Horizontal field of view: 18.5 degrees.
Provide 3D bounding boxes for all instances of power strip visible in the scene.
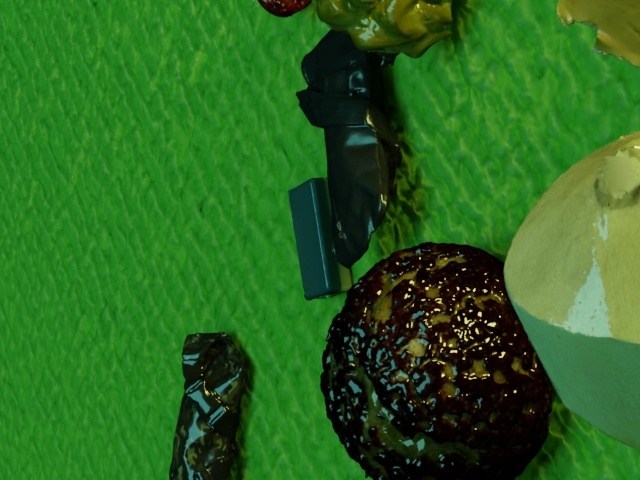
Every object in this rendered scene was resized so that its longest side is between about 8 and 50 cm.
[{"bbox_3d":[0.000,0.000,2.023,0.056,0.032,0.123,-26,69,59],"label":"power strip"}]

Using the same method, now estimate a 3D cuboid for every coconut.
[{"bbox_3d":[0.248,0.027,1.363,0.241,0.241,0.241,7,98,61],"label":"coconut"}]

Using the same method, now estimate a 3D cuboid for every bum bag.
[{"bbox_3d":[0.033,-0.102,1.932,0.123,0.060,0.248,-39,56,54],"label":"bum bag"},{"bbox_3d":[-0.133,0.226,2.240,0.102,0.069,0.248,15,102,35],"label":"bum bag"}]

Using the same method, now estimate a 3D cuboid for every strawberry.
[{"bbox_3d":[-0.040,-0.266,2.048,0.083,0.073,0.073,171,96,-74],"label":"strawberry"}]

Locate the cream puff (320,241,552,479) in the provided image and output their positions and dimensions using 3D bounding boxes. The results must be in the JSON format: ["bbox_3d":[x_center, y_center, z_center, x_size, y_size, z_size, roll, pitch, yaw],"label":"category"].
[{"bbox_3d":[0.094,0.117,1.727,0.239,0.165,0.239,17,110,60],"label":"cream puff"}]

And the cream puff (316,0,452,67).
[{"bbox_3d":[0.065,-0.251,1.799,0.156,0.121,0.156,-16,72,60],"label":"cream puff"}]

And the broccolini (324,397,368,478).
[{"bbox_3d":[0.054,0.185,1.947,0.201,0.058,0.074,-131,60,-70],"label":"broccolini"}]

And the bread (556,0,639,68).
[{"bbox_3d":[0.258,-0.215,1.455,0.134,0.085,0.173,37,133,16],"label":"bread"}]
